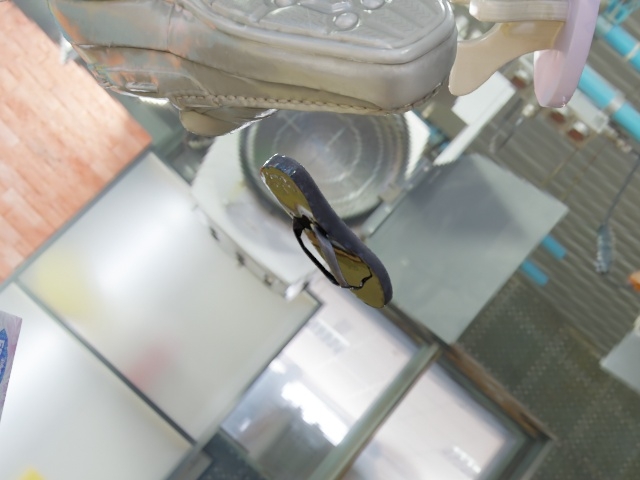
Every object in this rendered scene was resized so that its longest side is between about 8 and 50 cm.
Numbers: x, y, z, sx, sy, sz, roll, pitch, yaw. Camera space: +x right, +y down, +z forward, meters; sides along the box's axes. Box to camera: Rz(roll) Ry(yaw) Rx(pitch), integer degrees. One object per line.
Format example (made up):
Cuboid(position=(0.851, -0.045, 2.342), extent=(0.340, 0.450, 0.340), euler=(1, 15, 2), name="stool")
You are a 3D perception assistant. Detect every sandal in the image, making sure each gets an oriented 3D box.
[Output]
Cuboid(position=(-0.001, 0.000, 1.379), extent=(0.254, 0.054, 0.097), euler=(50, -25, -23), name="sandal")

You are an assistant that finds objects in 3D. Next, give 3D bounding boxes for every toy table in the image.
Cuboid(position=(0.264, -0.318, 1.414), extent=(0.161, 0.274, 0.252), euler=(4, 8, -6), name="toy table")

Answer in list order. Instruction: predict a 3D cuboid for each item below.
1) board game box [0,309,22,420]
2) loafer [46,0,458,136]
Cuboid(position=(-0.505, 0.216, 1.154), extent=(0.319, 0.317, 0.066), euler=(6, -13, 18), name="board game box")
Cuboid(position=(-0.047, -0.116, 0.624), extent=(0.319, 0.112, 0.111), euler=(24, -40, 45), name="loafer")
